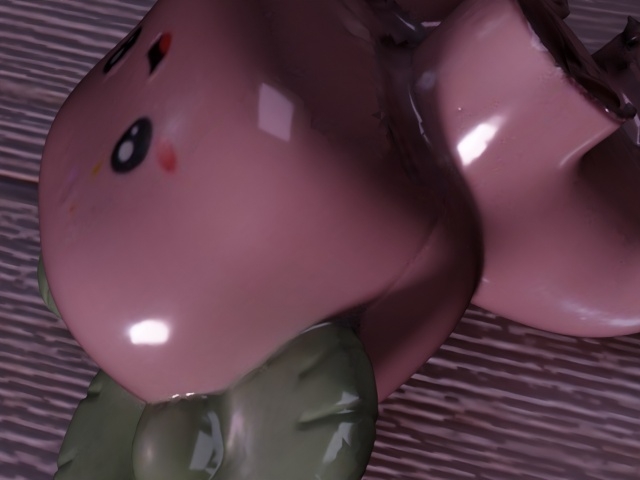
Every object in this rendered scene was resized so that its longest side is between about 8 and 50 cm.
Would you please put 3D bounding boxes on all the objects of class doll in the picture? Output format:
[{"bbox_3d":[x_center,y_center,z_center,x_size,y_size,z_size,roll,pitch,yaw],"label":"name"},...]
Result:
[{"bbox_3d":[0.000,0.000,0.643,0.268,0.216,0.284,-38,37,22],"label":"doll"}]
